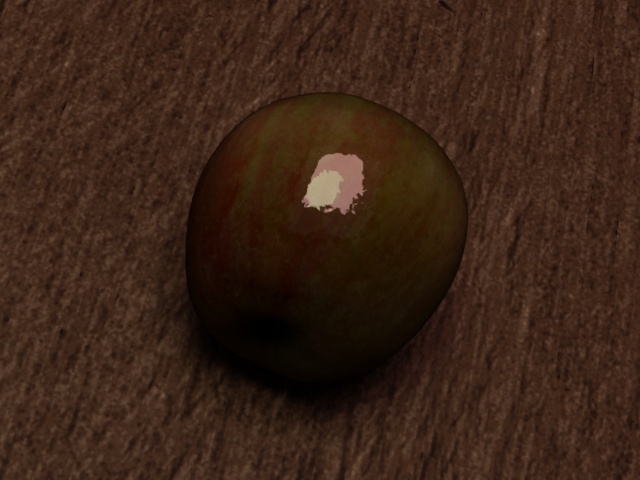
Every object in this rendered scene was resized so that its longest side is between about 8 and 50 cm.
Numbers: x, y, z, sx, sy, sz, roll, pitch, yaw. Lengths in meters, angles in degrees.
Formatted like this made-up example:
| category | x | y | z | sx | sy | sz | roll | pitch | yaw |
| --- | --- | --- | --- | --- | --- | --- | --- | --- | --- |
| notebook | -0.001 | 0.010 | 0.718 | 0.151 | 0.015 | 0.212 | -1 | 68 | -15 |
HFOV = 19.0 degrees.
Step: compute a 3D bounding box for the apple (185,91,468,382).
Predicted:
| category | x | y | z | sx | sy | sz | roll | pitch | yaw |
| --- | --- | --- | --- | --- | --- | --- | --- | --- | --- |
| apple | 0.000 | 0.000 | 1.752 | 0.257 | 0.257 | 0.234 | 25 | 55 | 4 |
